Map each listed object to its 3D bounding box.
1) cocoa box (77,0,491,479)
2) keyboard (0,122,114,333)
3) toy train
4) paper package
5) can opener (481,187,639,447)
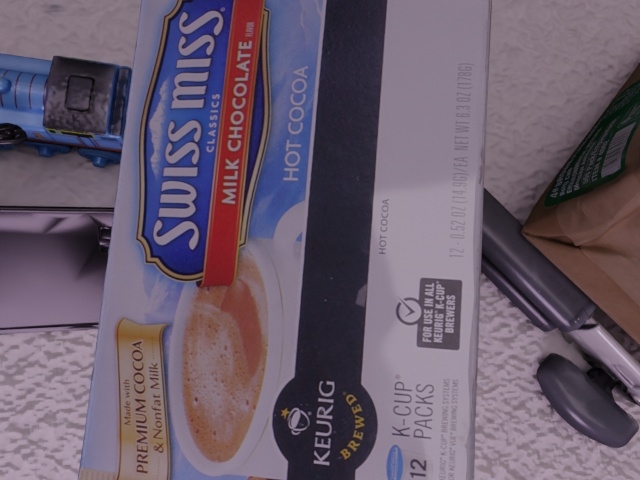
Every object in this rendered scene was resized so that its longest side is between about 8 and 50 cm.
[{"bbox_3d":[0.000,0.000,0.451,0.228,0.231,0.346,3,81,12],"label":"cocoa box"},{"bbox_3d":[-0.306,-0.012,0.483,0.318,0.033,0.201,0,115,-16],"label":"keyboard"},{"bbox_3d":[-0.242,-0.117,0.521,0.184,0.105,0.080,7,81,-7],"label":"toy train"},{"bbox_3d":[0.401,-0.039,0.537,0.309,0.168,0.325,42,66,0],"label":"paper package"},{"bbox_3d":[0.208,0.076,0.572,0.283,0.076,0.095,45,78,1],"label":"can opener"}]
